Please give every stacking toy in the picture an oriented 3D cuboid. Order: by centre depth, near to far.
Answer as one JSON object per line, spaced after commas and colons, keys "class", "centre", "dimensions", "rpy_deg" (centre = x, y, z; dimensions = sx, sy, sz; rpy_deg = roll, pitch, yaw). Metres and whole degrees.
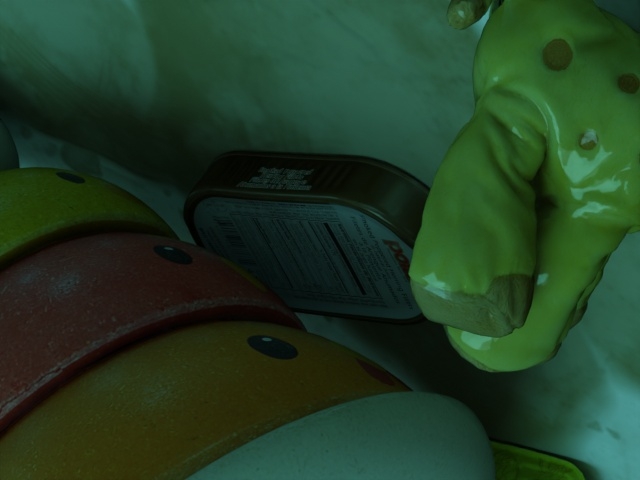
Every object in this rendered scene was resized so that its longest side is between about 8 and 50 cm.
{"class": "stacking toy", "centre": [-0.160, 0.073, 1.114], "dimensions": [0.480, 0.350, 0.351], "rpy_deg": [51, 154, 27]}

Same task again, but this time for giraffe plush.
{"class": "giraffe plush", "centre": [0.151, -0.036, 0.832], "dimensions": [0.170, 0.181, 0.210], "rpy_deg": [10, 105, 21]}

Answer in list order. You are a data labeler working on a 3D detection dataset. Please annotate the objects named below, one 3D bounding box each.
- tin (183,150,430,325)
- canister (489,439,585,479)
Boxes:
{"class": "tin", "centre": [0.000, 0.000, 1.107], "dimensions": [0.189, 0.040, 0.106], "rpy_deg": [4, 139, 41]}
{"class": "canister", "centre": [0.128, 0.212, 1.213], "dimensions": [0.126, 0.073, 0.170], "rpy_deg": [10, 140, 34]}
